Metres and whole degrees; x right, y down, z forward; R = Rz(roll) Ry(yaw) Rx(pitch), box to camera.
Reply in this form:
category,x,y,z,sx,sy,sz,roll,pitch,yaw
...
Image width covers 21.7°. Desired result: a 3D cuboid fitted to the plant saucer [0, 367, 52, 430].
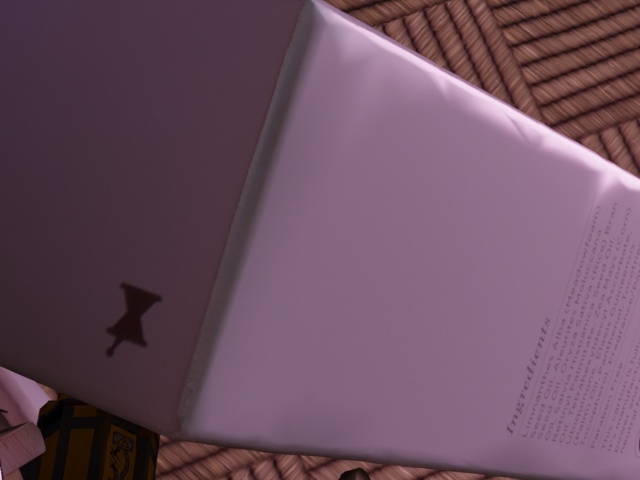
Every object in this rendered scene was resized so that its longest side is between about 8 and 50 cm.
category,x,y,z,sx,sy,sz,roll,pitch,yaw
plant saucer,-0.237,0.233,1.263,0.400,0.100,0.400,22,-59,42

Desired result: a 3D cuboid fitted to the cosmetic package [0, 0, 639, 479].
category,x,y,z,sx,sy,sz,roll,pitch,yaw
cosmetic package,0.000,0.000,0.792,0.230,0.453,0.161,18,-89,32

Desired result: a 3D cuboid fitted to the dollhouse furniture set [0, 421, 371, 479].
category,x,y,z,sx,sy,sz,roll,pitch,yaw
dollhouse furniture set,-0.097,0.140,0.599,0.242,0.212,0.161,-25,98,-79

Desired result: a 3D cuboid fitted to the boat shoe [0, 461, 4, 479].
category,x,y,z,sx,sy,sz,roll,pitch,yaw
boat shoe,-0.136,0.013,0.371,0.119,0.121,0.335,108,-29,-54

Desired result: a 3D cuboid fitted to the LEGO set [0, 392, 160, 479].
category,x,y,z,sx,sy,sz,roll,pitch,yaw
LEGO set,-0.172,0.141,0.960,0.331,0.255,0.192,70,16,-47
